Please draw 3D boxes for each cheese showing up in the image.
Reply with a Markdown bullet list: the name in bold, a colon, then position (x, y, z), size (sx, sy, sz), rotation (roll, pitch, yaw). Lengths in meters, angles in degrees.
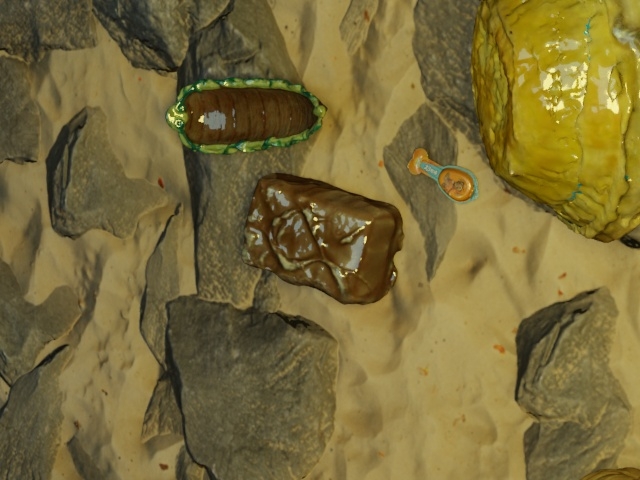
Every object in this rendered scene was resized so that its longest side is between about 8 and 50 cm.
- **cheese**: position (0.165, -0.085, 2.098), size (0.111, 0.017, 0.047), rotation (32, 107, 25)

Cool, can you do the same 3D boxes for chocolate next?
- **chocolate**: position (0.000, 0.000, 2.161), size (0.214, 0.093, 0.148), rotation (18, 105, 28)

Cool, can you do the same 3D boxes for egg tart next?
- **egg tart**: position (0.276, -0.184, 1.841), size (0.169, 0.388, 0.388), rotation (-7, 91, -11)

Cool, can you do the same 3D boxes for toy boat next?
- **toy boat**: position (-0.081, -0.175, 2.194), size (0.293, 0.099, 0.108), rotation (1, 97, 39)

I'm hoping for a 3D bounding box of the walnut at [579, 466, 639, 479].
- **walnut**: position (0.364, 0.371, 1.941), size (0.155, 0.155, 0.184), rotation (21, 102, 28)
